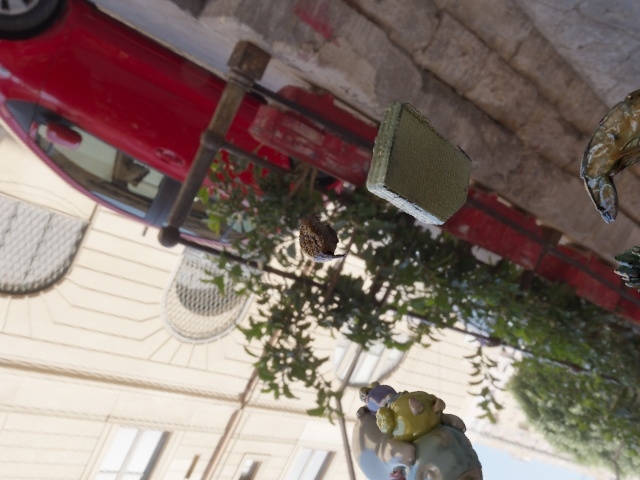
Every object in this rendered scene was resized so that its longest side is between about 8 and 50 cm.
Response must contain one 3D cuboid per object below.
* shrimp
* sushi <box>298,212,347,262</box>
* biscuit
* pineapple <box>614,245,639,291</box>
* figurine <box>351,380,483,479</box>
[{"bbox_3d":[0.592,-0.106,0.971,0.071,0.233,0.365,-91,-22,-56],"label":"shrimp"},{"bbox_3d":[0.000,0.000,0.732,0.047,0.050,0.099,7,-140,-34],"label":"sushi"},{"bbox_3d":[0.175,-0.115,0.914,0.052,0.150,0.252,4,168,44],"label":"biscuit"},{"bbox_3d":[0.495,0.080,0.719,0.221,0.083,0.103,37,-173,-11],"label":"pineapple"},{"bbox_3d":[0.143,0.273,0.702,0.127,0.155,0.235,-2,177,-29],"label":"figurine"}]
